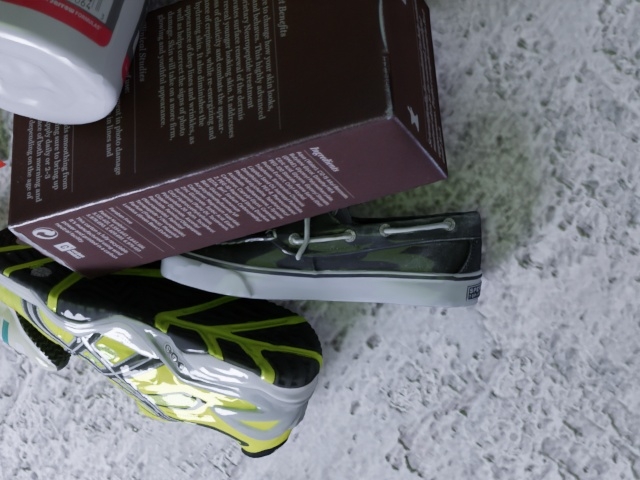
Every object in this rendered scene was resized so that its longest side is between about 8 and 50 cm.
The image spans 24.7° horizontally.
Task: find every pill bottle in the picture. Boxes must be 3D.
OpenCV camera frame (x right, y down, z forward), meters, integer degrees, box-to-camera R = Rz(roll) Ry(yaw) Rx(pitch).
[{"bbox_3d":[-0.217,-0.278,1.282,0.176,0.176,0.319,10,69,16],"label":"pill bottle"}]

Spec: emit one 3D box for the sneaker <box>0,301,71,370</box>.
[{"bbox_3d":[-0.330,0.082,1.544,0.161,0.057,0.075,47,129,1],"label":"sneaker"}]

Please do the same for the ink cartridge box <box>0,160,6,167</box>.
[{"bbox_3d":[-0.436,-0.063,1.496,0.179,0.145,0.045,-20,55,24],"label":"ink cartridge box"}]

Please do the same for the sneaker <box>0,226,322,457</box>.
[{"bbox_3d":[-0.188,0.101,1.451,0.384,0.145,0.147,25,125,19],"label":"sneaker"}]

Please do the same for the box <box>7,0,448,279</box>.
[{"bbox_3d":[-0.089,-0.114,1.325,0.381,0.143,0.191,-15,61,23],"label":"box"}]

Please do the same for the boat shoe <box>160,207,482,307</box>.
[{"bbox_3d":[-0.001,0.001,1.377,0.306,0.113,0.105,4,99,15],"label":"boat shoe"}]
